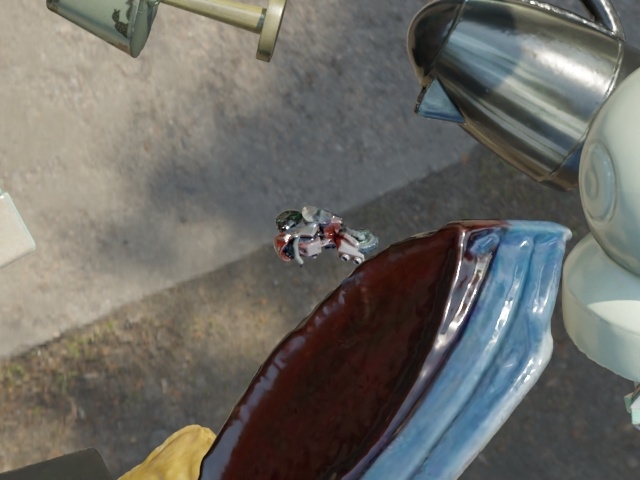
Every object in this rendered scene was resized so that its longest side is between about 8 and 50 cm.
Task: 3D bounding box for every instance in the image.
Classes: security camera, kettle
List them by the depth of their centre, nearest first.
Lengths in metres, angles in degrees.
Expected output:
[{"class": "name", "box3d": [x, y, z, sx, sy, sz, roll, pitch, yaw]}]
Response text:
[{"class": "security camera", "box3d": [0.279, -0.029, 0.834, 0.195, 0.194, 0.236, -4, 118, -12]}, {"class": "kettle", "box3d": [0.241, -0.224, 1.405, 0.271, 0.207, 0.250, 26, 113, -7]}]

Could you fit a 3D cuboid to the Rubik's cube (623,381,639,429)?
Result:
[{"class": "Rubik's cube", "box3d": [0.376, 0.171, 1.260, 0.073, 0.075, 0.084, 33, 106, 8]}]

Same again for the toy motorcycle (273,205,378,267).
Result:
[{"class": "toy motorcycle", "box3d": [0.000, -0.001, 2.187, 0.213, 0.122, 0.082, 14, 142, 21]}]

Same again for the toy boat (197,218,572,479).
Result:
[{"class": "toy boat", "box3d": [0.041, 0.106, 0.680, 0.309, 0.129, 0.142, -50, 138, 4]}]

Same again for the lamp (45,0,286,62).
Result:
[{"class": "lamp", "box3d": [-0.142, -0.225, 1.072, 0.215, 0.121, 0.121, 15, 115, -4]}]

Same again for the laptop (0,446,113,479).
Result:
[{"class": "laptop", "box3d": [-0.169, 0.196, 0.653, 0.016, 0.135, 0.197, -36, 163, 26]}]

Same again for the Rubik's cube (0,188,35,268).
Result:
[{"class": "Rubik's cube", "box3d": [-0.685, -0.059, 1.846, 0.319, 0.322, 0.315, -29, 106, -16]}]

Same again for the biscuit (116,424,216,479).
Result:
[{"class": "biscuit", "box3d": [-0.175, 0.339, 1.277, 0.376, 0.269, 0.051, -40, 127, -3]}]
